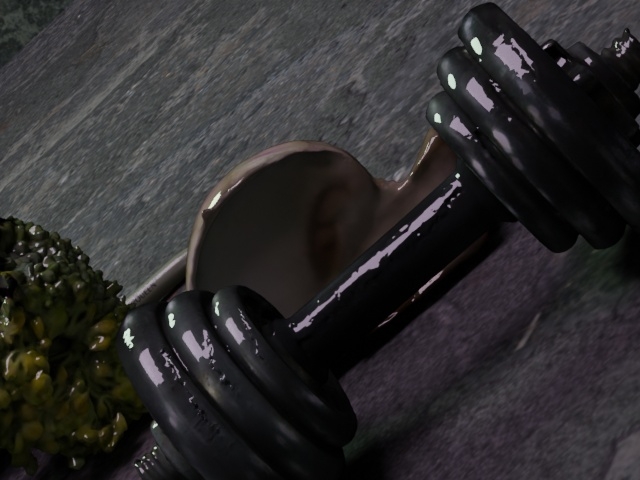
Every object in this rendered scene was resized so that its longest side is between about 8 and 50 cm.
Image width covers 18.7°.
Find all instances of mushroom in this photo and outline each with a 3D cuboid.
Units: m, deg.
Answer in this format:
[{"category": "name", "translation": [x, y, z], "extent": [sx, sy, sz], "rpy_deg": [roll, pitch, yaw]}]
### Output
[{"category": "mushroom", "translation": [-0.012, -0.013, 1.393], "extent": [0.236, 0.162, 0.173], "rpy_deg": [-40, 20, 4]}]

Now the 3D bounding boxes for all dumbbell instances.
[{"category": "dumbbell", "translation": [0.044, 0.018, 1.188], "extent": [0.406, 0.179, 0.179], "rpy_deg": [-42, 18, 7]}]

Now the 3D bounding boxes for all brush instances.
[{"category": "brush", "translation": [-0.213, 0.102, 1.764], "extent": [0.299, 0.042, 0.039], "rpy_deg": [-41, 17, -5]}]

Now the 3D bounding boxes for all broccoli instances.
[{"category": "broccoli", "translation": [-0.223, 0.125, 1.589], "extent": [0.242, 0.180, 0.273], "rpy_deg": [175, 106, -81]}]
